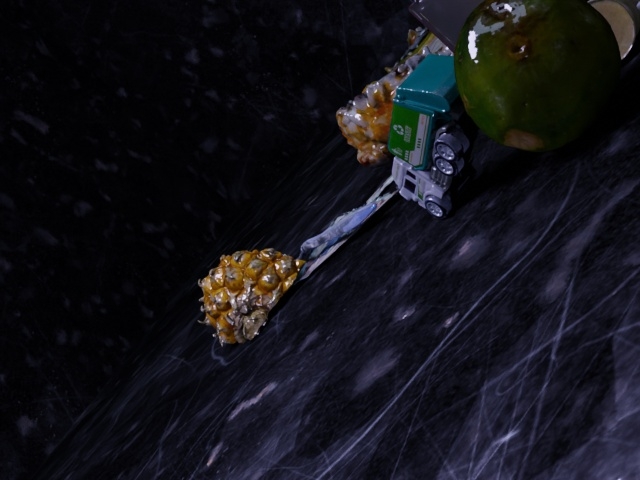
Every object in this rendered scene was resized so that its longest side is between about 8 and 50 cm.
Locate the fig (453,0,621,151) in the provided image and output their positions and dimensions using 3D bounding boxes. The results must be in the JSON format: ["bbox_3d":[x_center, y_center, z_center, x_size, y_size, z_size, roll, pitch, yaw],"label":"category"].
[{"bbox_3d":[0.256,-0.196,1.282,0.195,0.195,0.245,-46,-13,-4],"label":"fig"}]

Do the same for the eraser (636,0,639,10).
[{"bbox_3d":[0.472,-0.322,1.267,0.092,0.046,0.212,-47,8,-11],"label":"eraser"}]

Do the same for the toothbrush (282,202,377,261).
[{"bbox_3d":[0.000,0.000,1.991,0.035,0.042,0.413,-50,10,-32],"label":"toothbrush"}]

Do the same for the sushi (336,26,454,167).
[{"bbox_3d":[0.204,-0.318,2.127,0.417,0.176,0.417,-44,7,7],"label":"sushi"}]

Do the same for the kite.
[{"bbox_3d":[0.067,-0.040,2.031,0.368,0.014,0.406,-47,7,-17],"label":"kite"}]

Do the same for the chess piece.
[{"bbox_3d":[0.398,-0.294,1.442,0.090,0.090,0.200,-41,-2,29],"label":"chess piece"}]

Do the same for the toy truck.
[{"bbox_3d":[0.163,-0.142,1.429,0.114,0.124,0.253,-48,-17,-25],"label":"toy truck"}]

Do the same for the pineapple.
[{"bbox_3d":[-0.165,0.117,1.993,0.250,0.140,0.164,-42,15,39],"label":"pineapple"}]

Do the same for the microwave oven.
[{"bbox_3d":[0.312,-0.407,1.802,0.178,0.247,0.188,-40,9,50],"label":"microwave oven"}]
